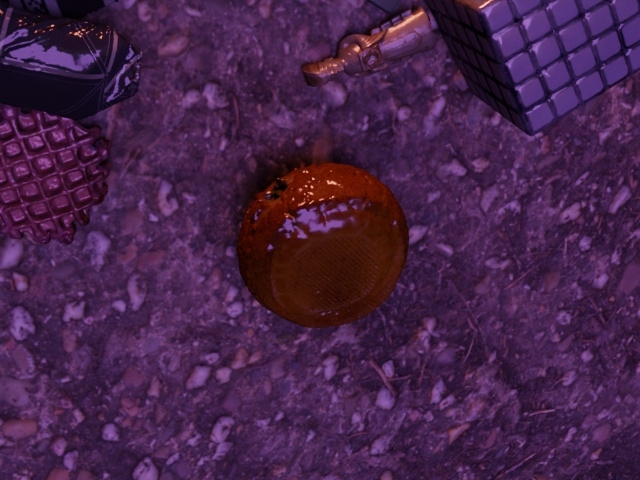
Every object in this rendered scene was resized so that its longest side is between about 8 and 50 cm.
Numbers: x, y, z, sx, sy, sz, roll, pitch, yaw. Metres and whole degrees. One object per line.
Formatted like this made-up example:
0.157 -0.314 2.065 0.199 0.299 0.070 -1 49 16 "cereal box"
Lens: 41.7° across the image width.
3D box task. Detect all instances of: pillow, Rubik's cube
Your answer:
-0.415 -0.255 1.152 0.335 0.092 0.161 14 132 -22 "pillow"
0.326 -0.342 1.291 0.237 0.237 0.238 -32 123 2 "Rubik's cube"

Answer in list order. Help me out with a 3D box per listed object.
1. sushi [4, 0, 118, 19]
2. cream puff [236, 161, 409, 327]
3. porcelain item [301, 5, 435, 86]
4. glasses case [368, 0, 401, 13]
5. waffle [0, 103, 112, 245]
-0.393 -0.433 1.095 0.339 0.068 0.320 -22 133 13 "sushi"
0.000 0.000 1.395 0.303 0.212 0.303 -10 130 -13 "cream puff"
0.075 -0.299 1.340 0.213 0.054 0.084 -24 121 -3 "porcelain item"
0.053 -0.422 1.270 0.184 0.039 0.077 26 107 -28 "glasses case"
-0.431 -0.102 1.281 0.221 0.055 0.234 25 107 -29 "waffle"
